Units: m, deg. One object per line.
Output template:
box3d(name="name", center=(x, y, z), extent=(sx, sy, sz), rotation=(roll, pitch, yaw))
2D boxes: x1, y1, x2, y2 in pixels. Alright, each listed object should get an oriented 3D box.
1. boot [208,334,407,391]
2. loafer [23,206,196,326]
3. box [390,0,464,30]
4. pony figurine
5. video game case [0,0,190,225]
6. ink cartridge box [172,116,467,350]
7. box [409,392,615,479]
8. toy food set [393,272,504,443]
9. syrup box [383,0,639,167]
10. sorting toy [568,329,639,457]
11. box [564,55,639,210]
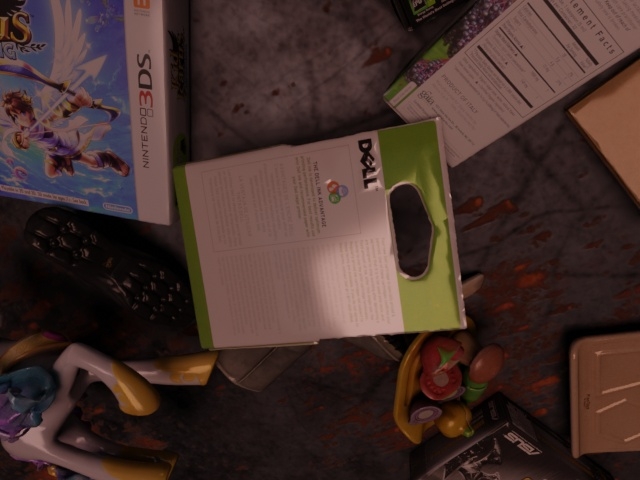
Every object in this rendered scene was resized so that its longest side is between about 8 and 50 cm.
box3d(name="boot", center=(-0.022, 0.135, 0.540), extent=(0.190, 0.076, 0.208), rotation=(43, 107, 4))
box3d(name="loafer", center=(-0.250, 0.034, 0.526), extent=(0.223, 0.078, 0.076), rotation=(41, 76, -28))
box3d(name="box", center=(0.113, -0.290, 0.308), extent=(0.191, 0.045, 0.184), rotation=(-24, 133, 18))
box3d(name="pony figurine", center=(-0.354, 0.217, 0.525), extent=(0.364, 0.302, 0.350), rotation=(22, 107, -6))
box3d(name="video game case", center=(-0.279, -0.157, 0.451), extent=(0.270, 0.061, 0.244), rotation=(10, 115, 4))
box3d(name="ink cartridge box", center=(0.000, 0.000, 0.423), extent=(0.256, 0.097, 0.188), rotation=(-7, 94, 16))
box3d(name="box", center=(0.274, 0.343, 0.601), extent=(0.231, 0.056, 0.183), rotation=(37, 114, -9))
box3d(name="toy food set", center=(0.159, 0.161, 0.494), extent=(0.128, 0.071, 0.217), rotation=(-15, 119, -27))
box3d(name="syrup box", center=(0.168, -0.166, 0.310), extent=(0.096, 0.093, 0.237), rotation=(42, 140, -11))
box3d(name="sorting toy", center=(0.414, 0.184, 0.522), extent=(0.209, 0.038, 0.192), rotation=(-11, 113, 9))
box3d(name="box", center=(0.362, -0.120, 0.375), extent=(0.201, 0.021, 0.164), rotation=(-38, 90, 23))
